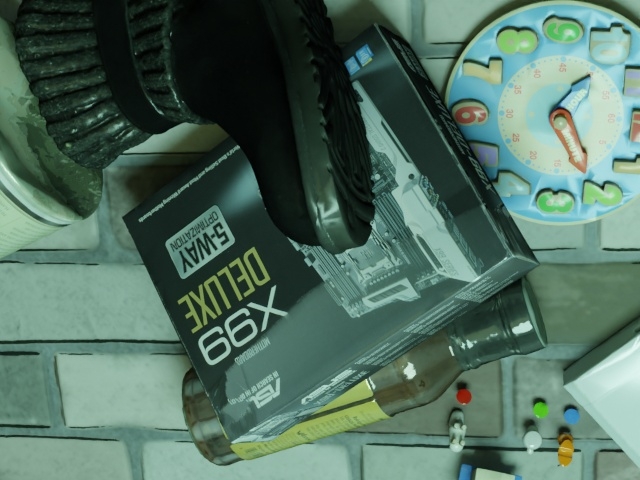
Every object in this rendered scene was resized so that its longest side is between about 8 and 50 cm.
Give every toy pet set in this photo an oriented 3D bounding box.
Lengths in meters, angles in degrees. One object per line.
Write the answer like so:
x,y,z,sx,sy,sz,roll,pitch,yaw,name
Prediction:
0.182,0.214,1.275,0.122,0.065,0.114,12,78,2,toy pet set

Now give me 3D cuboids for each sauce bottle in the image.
0.042,0.120,1.221,0.344,0.111,0.111,-18,107,15,sauce bottle

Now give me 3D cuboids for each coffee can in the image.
-0.367,-0.055,1.169,0.275,0.201,0.201,-24,106,17,coffee can

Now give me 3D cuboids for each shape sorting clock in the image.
0.211,-0.110,1.140,0.206,0.040,0.206,3,111,8,shape sorting clock

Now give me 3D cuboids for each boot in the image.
-0.109,-0.109,1.082,0.260,0.131,0.348,-22,62,14,boot

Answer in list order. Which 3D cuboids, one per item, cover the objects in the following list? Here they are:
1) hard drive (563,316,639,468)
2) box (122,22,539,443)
0.408,0.183,1.224,0.203,0.040,0.307,-40,100,21,hard drive
0.000,0.000,1.138,0.307,0.076,0.242,-35,69,20,box
